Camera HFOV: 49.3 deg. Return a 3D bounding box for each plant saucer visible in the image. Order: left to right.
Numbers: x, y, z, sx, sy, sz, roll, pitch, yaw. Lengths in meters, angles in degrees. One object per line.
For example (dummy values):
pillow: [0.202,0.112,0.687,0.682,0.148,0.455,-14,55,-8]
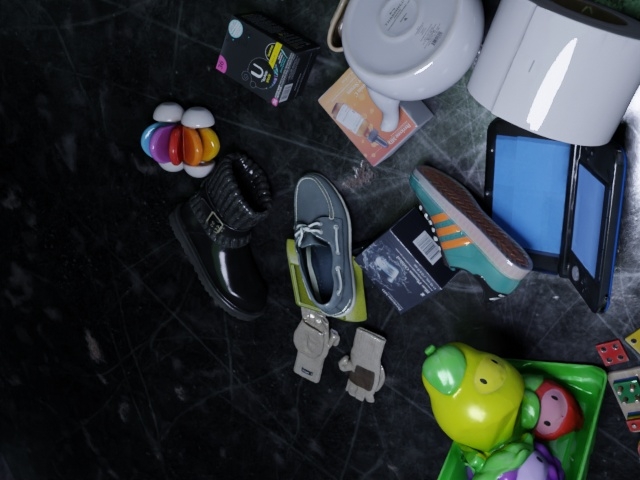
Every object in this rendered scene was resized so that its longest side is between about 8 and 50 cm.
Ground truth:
plant saucer: [0.005,0.101,1.557,0.188,0.045,0.188,15,134,27]

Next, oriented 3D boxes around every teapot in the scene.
teapot: [0.174,-0.346,1.172,0.256,0.187,0.252,-12,76,32]

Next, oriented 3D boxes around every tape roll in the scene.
tape roll: [0.372,-0.278,1.082,0.246,0.246,0.169,29,122,17]

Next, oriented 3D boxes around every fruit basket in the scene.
fruit basket: [0.351,0.336,1.289,0.283,0.392,0.392,-1,111,35]

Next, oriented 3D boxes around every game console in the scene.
game console: [0.395,-0.048,1.224,0.173,0.250,0.293,-3,113,3]

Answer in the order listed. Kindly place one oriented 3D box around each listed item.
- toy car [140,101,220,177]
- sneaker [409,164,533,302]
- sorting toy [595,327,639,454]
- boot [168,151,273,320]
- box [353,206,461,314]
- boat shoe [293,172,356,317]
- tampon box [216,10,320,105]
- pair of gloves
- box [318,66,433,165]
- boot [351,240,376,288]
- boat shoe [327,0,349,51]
toy car: [-0.327,-0.221,1.583,0.182,0.136,0.159,14,118,25]
sneaker: [0.255,-0.013,1.317,0.302,0.108,0.121,52,127,26]
sorting toy: [0.624,0.295,1.314,0.132,0.046,0.274,-21,99,35]
boot: [-0.181,-0.001,1.600,0.260,0.131,0.348,-34,93,35]
box: [0.176,0.044,1.410,0.156,0.093,0.158,49,145,2]
boat shoe: [0.000,0.000,1.449,0.116,0.099,0.319,-17,75,21]
tampon box: [-0.108,-0.369,1.409,0.161,0.101,0.120,33,123,14]
pair of gloves: [0.046,0.268,1.644,0.240,0.042,0.204,17,122,26]
box: [0.106,-0.254,1.342,0.170,0.091,0.130,50,126,2]
boot: [0.085,0.060,1.529,0.121,0.045,0.099,-19,107,37]
boat shoe: [0.111,-0.462,1.241,0.109,0.098,0.302,44,126,6]
